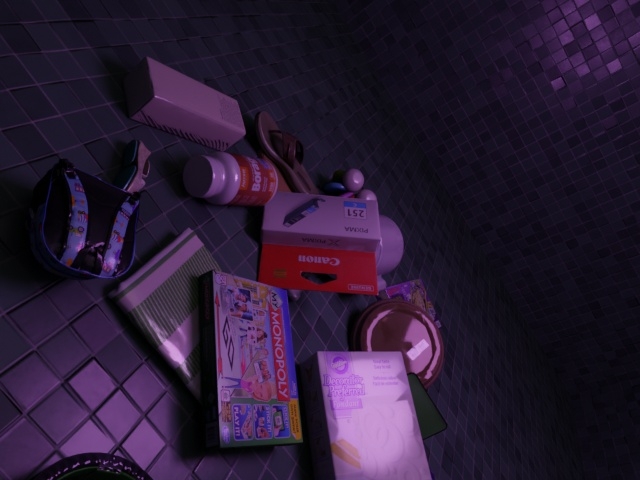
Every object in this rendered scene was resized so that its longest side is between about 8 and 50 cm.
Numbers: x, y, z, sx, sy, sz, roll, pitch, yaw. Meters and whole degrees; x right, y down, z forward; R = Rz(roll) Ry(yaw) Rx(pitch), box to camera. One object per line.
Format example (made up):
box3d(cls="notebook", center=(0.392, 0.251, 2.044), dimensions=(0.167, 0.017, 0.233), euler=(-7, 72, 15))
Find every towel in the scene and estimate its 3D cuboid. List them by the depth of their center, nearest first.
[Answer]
box3d(cls="towel", center=(-0.224, 0.160, 0.923), dimensions=(0.325, 0.038, 0.248), euler=(56, 31, -15))

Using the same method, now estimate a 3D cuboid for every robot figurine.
box3d(cls="robot figurine", center=(0.114, 0.015, 1.408), dimensions=(0.353, 0.199, 0.300), euler=(-3, 68, -58))

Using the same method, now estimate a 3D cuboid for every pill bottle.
box3d(cls="pill bottle", center=(-0.206, -0.141, 1.114), dimensions=(0.216, 0.121, 0.121), euler=(-5, 70, -59))

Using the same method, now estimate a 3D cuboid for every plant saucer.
box3d(cls="plant saucer", center=(0.220, 0.291, 1.337), dimensions=(0.278, 0.041, 0.278), euler=(5, 65, -11))

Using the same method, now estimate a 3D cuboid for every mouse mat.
box3d(cls="mouse mat", center=(0.229, 0.455, 1.276), dimensions=(0.190, 0.152, 0.007), euler=(59, 11, -6))

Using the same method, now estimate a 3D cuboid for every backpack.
box3d(cls="backpack", center=(-0.371, -0.012, 0.747), dimensions=(0.158, 0.117, 0.173), euler=(28, 43, -45))

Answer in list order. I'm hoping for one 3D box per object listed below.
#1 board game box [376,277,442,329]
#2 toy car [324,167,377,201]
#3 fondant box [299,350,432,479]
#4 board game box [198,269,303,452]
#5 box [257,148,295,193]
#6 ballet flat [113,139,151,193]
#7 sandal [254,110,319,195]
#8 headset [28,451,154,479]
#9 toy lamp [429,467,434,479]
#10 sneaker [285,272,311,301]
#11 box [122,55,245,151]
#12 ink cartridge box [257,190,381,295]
box3d(cls="board game box", center=(0.319, 0.250, 1.698), dimensions=(0.347, 0.056, 0.208), euler=(-2, 72, -58))
box3d(cls="toy car", center=(0.083, -0.140, 1.579), dimensions=(0.136, 0.159, 0.182), euler=(-37, 100, -24))
box3d(cls="fondant box", center=(0.098, 0.419, 1.065), dimensions=(0.238, 0.096, 0.330), euler=(7, 55, -28))
box3d(cls="board game box", center=(-0.135, 0.230, 0.928), dimensions=(0.213, 0.046, 0.317), euler=(23, 50, -48))
box3d(cls="box", center=(-0.104, -0.156, 1.392), dimensions=(0.164, 0.021, 0.201), euler=(19, 50, -51))
box3d(cls="ballet flat", center=(-0.359, -0.130, 0.933), dimensions=(0.052, 0.057, 0.168), euler=(47, 31, -44))
box3d(cls="sandal", center=(-0.082, -0.250, 1.392), dimensions=(0.303, 0.086, 0.120), euler=(54, 30, -15))
box3d(cls="headset", center=(-0.279, 0.450, 0.530), dimensions=(0.243, 0.185, 0.394), euler=(40, 21, -40))
box3d(cls="toy lamp", center=(0.196, 0.564, 1.205), dimensions=(0.274, 0.080, 0.080), euler=(40, 36, -33))
box3d(cls="sneaker", center=(-0.052, 0.088, 1.228), dimensions=(0.054, 0.061, 0.152), euler=(47, 34, -29))
box3d(cls="box", center=(-0.309, -0.307, 1.120), dimensions=(0.275, 0.094, 0.113), euler=(13, 55, -53))
box3d(cls="ink cartridge box", center=(0.000, 0.000, 1.186), dimensions=(0.296, 0.066, 0.261), euler=(4, 51, -4))
